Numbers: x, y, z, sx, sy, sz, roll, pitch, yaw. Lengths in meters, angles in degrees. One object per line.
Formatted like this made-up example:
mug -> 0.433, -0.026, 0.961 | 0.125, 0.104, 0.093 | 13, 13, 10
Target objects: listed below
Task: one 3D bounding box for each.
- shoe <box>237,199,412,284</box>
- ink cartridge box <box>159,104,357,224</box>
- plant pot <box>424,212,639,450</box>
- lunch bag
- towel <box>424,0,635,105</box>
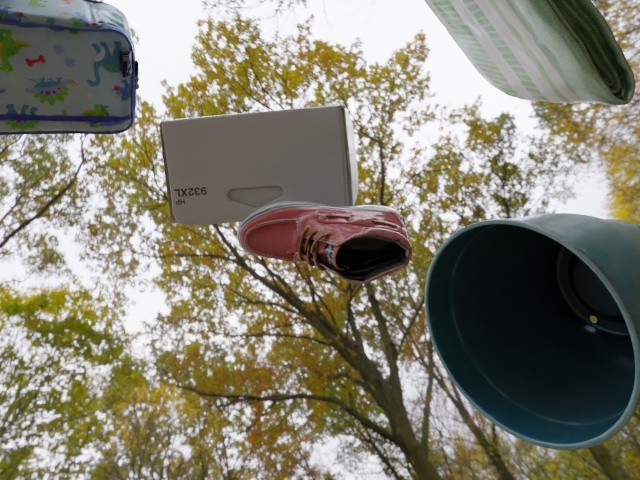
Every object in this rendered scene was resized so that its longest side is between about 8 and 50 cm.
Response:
shoe -> 0.000, 0.000, 0.443 | 0.177, 0.081, 0.064 | -2, -68, 2
ink cartridge box -> -0.061, -0.113, 0.658 | 0.223, 0.307, 0.129 | -3, -79, 6
plant pot -> 0.325, 0.084, 0.589 | 0.255, 0.271, 0.272 | -14, -54, -32
lunch bag -> -0.355, -0.219, 0.580 | 0.218, 0.090, 0.176 | -6, -36, -28
towel -> 0.146, -0.235, 0.418 | 0.038, 0.325, 0.248 | -37, -81, 17
